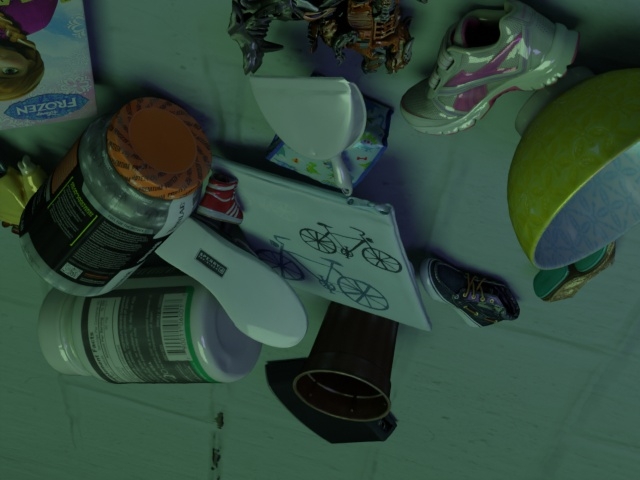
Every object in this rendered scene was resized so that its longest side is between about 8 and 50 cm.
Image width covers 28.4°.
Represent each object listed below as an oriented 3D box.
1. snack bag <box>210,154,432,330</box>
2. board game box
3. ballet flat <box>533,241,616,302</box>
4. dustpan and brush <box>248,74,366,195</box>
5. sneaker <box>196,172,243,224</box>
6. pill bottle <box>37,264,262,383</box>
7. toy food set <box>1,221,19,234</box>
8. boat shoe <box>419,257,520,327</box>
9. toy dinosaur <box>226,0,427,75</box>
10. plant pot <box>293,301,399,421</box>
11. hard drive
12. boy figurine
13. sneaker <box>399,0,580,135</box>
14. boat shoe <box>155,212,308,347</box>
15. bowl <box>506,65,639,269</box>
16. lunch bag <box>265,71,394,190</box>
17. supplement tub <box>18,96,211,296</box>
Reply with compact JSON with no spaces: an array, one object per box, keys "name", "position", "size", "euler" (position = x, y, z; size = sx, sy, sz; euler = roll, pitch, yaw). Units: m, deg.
[{"name":"snack bag","position":[0.000,0.000,1.905],"size":[0.323,0.037,0.343],"euler":[18,153,27]},{"name":"board game box","position":[-0.462,-0.259,1.644],"size":[0.318,0.066,0.318],"euler":[-10,149,-9]},{"name":"ballet flat","position":[0.383,0.028,1.829],"size":[0.067,0.073,0.206],"euler":[-1,157,-24]},{"name":"dustpan and brush","position":[0.004,-0.131,1.611],"size":[0.147,0.060,0.211],"euler":[6,128,28]},{"name":"sneaker","position":[-0.137,-0.062,1.857],"size":[0.042,0.067,0.118],"euler":[19,-177,20]},{"name":"pill bottle","position":[-0.295,0.146,2.177],"size":[0.361,0.204,0.204],"euler":[-3,142,30]},{"name":"toy food set","position":[-0.527,-0.032,2.173],"size":[0.077,0.019,0.122],"euler":[13,164,12]},{"name":"boat shoe","position":[0.234,0.075,1.961],"size":[0.083,0.065,0.183],"euler":[-14,143,37]},{"name":"toy dinosaur","position":[0.000,-0.310,1.449],"size":[0.218,0.164,0.322],"euler":[-13,121,17]},{"name":"plant pot","position":[0.056,0.192,2.119],"size":[0.166,0.165,0.167],"euler":[12,147,8]},{"name":"hard drive","position":[0.017,0.315,2.425],"size":[0.172,0.054,0.255],"euler":[-9,140,35]},{"name":"boy figurine","position":[-0.482,-0.085,2.020],"size":[0.285,0.092,0.177],"euler":[29,145,-20]},{"name":"sneaker","position":[0.182,-0.217,1.516],"size":[0.111,0.103,0.252],"euler":[40,135,-25]},{"name":"boat shoe","position":[-0.137,0.054,1.999],"size":[0.301,0.108,0.102],"euler":[35,-167,8]},{"name":"bowl","position":[0.324,-0.114,1.511],"size":[0.156,0.289,0.289],"euler":[54,156,23]},{"name":"lunch bag","position":[0.010,-0.135,1.710],"size":[0.128,0.096,0.151],"euler":[24,137,-11]},{"name":"supplement tub","position":[-0.299,-0.064,1.853],"size":[0.193,0.194,0.316],"euler":[30,139,-19]}]
